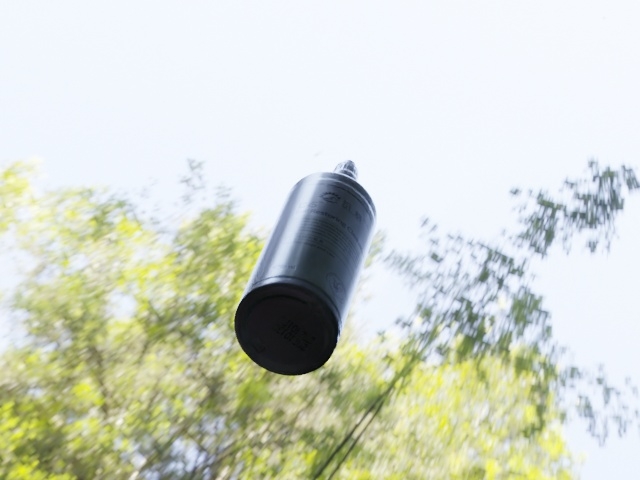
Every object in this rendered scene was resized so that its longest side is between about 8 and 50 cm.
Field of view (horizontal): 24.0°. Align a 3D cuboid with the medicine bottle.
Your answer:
[{"bbox_3d":[0.000,0.000,0.852,0.058,0.199,0.057,5,-61,10],"label":"medicine bottle"}]
